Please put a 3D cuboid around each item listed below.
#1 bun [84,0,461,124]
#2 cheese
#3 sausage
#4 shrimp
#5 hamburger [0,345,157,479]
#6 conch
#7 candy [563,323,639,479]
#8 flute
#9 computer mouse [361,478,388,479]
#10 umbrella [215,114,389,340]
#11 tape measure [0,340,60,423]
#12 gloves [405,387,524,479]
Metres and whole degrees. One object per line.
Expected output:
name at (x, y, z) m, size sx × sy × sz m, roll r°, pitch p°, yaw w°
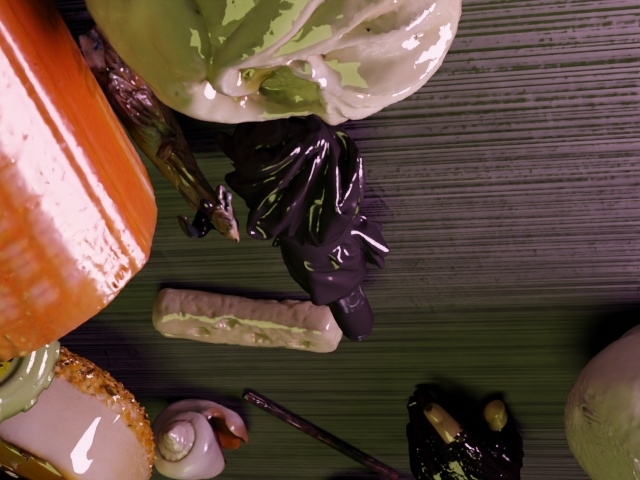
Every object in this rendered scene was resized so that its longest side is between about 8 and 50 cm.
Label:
bun at (-0.037, -0.161, 0.895) m, size 0.259 × 0.160 × 0.259 m, roll 8°, pitch 147°, yaw 5°
cheese at (-0.074, 0.082, 1.406) m, size 0.194 × 0.043 × 0.065 m, roll 4°, pitch 153°, yaw 3°
sausage at (-0.270, -0.086, 0.958) m, size 0.233 × 0.233 × 0.287 m, roll -4°, pitch 135°, yaw 19°
shrimp at (-0.123, -0.075, 1.083) m, size 0.046 × 0.152 × 0.219 m, roll -32°, pitch 136°, yaw -5°
hamburger at (-0.322, 0.222, 1.552) m, size 0.276 × 0.179 × 0.294 m, roll 25°, pitch 139°, yaw -2°
conch at (-0.135, 0.244, 1.636) m, size 0.094 × 0.104 × 0.176 m, roll 24°, pitch 167°, yaw 41°
candy at (0.373, 0.190, 1.344) m, size 0.295 × 0.185 × 0.295 m, roll 3°, pitch 144°, yaw 2°
flute at (0.003, 0.237, 1.664) m, size 0.014 × 0.014 × 0.269 m, roll -21°, pitch 138°, yaw 39°
computer mouse at (0.121, 0.415, 1.832) m, size 0.183 × 0.116 × 0.323 m, roll -14°, pitch 143°, yaw 39°
umbrella at (0.000, 0.000, 1.199) m, size 0.118 × 0.118 × 0.340 m, roll 0°, pitch 149°, yaw 13°
tape measure at (-0.349, 0.101, 1.390) m, size 0.200 × 0.175 × 0.106 m, roll 9°, pitch 170°, yaw -11°
gloves at (0.153, 0.238, 1.543) m, size 0.129 × 0.106 × 0.181 m, roll -8°, pitch 149°, yaw 28°
